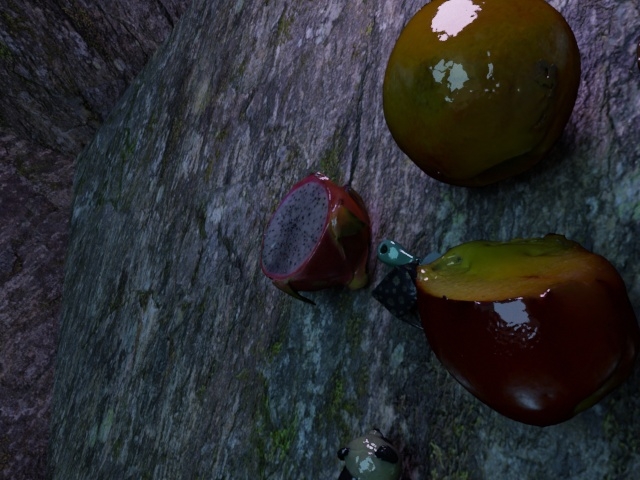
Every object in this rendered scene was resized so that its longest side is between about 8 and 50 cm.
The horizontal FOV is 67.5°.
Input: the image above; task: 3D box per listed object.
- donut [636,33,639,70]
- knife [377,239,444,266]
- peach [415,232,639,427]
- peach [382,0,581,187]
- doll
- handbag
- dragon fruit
[{"bbox_3d":[0.594,-0.284,0.686,0.230,0.095,0.216,-4,74,44],"label":"donut"},{"bbox_3d":[0.223,0.052,0.976,0.260,0.034,0.063,23,90,42],"label":"knife"},{"bbox_3d":[0.286,0.099,0.724,0.281,0.281,0.338,-50,46,19],"label":"peach"},{"bbox_3d":[0.269,-0.281,0.863,0.372,0.289,0.374,176,90,-72],"label":"peach"},{"bbox_3d":[0.086,0.468,0.868,0.143,0.135,0.235,14,80,45],"label":"doll"},{"bbox_3d":[0.185,0.121,0.953,0.139,0.072,0.115,53,136,18],"label":"handbag"},{"bbox_3d":[0.000,0.000,1.118,0.290,0.189,0.291,-30,47,37],"label":"dragon fruit"}]
